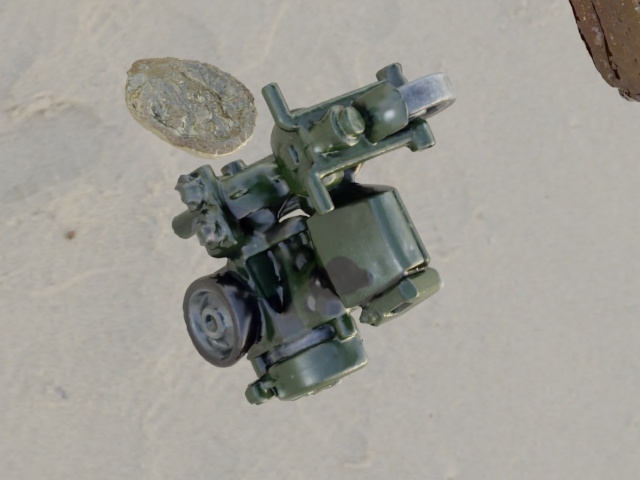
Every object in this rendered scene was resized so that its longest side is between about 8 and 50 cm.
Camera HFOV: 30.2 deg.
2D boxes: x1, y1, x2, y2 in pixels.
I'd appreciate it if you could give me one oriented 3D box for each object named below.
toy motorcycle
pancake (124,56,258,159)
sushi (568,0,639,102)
[{"bbox_3d":[0.000,0.000,0.872,0.127,0.275,0.205,-19,83,-50],"label":"toy motorcycle"},{"bbox_3d":[-0.137,-0.145,1.252,0.151,0.025,0.151,16,47,-18],"label":"pancake"},{"bbox_3d":[0.140,-0.107,0.527,0.055,0.052,0.120,-45,119,-21],"label":"sushi"}]
